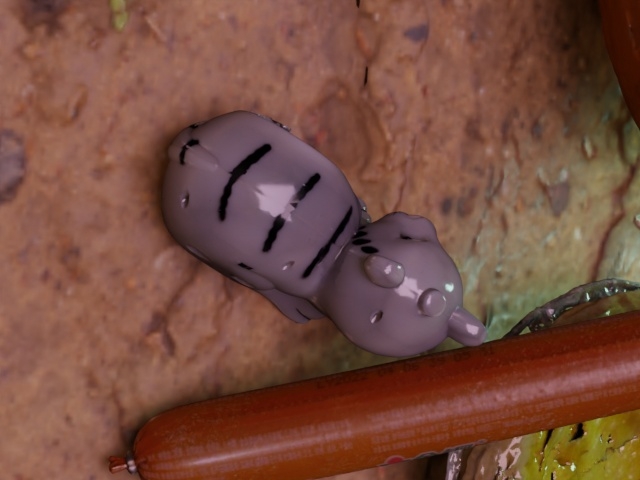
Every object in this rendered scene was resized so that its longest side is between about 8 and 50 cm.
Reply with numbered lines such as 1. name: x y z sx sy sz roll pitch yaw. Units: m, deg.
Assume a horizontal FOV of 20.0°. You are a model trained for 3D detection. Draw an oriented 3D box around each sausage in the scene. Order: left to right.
1. sausage: 0.059 0.086 0.952 0.347 0.053 0.053 -12 105 1

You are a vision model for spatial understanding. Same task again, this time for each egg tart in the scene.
1. egg tart: 0.162 0.137 1.056 0.234 0.094 0.234 -4 98 -29

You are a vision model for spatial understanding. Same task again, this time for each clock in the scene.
1. clock: 0.000 -0.001 0.936 0.176 0.117 0.080 35 81 -27

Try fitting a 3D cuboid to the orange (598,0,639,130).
1. orange: 0.278 -0.136 0.963 0.226 0.284 0.284 -12 103 -31
